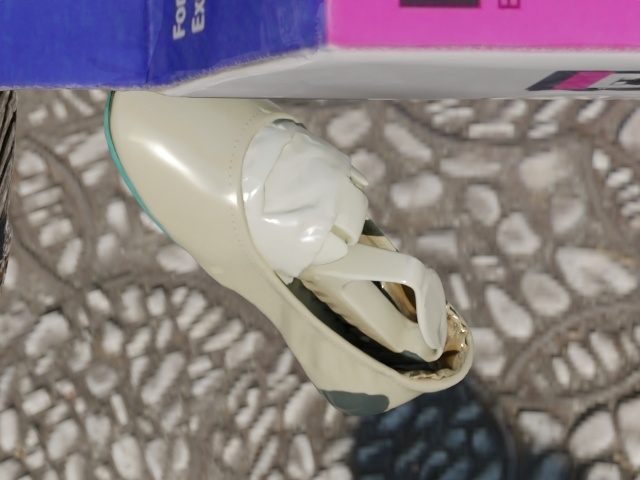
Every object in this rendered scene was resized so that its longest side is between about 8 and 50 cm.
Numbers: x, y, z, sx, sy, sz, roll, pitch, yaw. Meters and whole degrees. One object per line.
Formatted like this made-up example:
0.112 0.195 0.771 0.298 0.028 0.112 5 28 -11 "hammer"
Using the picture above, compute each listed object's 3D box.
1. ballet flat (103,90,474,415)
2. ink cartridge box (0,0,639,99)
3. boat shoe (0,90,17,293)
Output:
0.000 0.000 0.794 0.086 0.248 0.086 -16 51 21 "ballet flat"
0.092 -0.118 0.353 0.371 0.069 0.175 -1 87 -6 "ink cartridge box"
-0.207 0.020 0.771 0.123 0.342 0.123 16 62 -5 "boat shoe"
